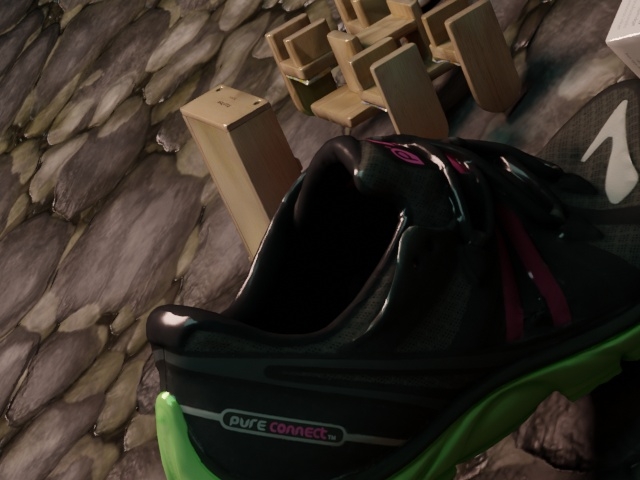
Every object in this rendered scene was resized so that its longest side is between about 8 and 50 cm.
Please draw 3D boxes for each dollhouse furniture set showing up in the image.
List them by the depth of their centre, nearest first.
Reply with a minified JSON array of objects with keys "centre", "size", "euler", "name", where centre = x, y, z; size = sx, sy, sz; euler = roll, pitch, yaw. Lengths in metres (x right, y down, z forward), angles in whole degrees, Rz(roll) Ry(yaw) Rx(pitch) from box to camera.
[{"centre":[0.031,-0.094,1.609],"size":[0.242,0.161,0.212],"euler":[-32,24,-17],"name":"dollhouse furniture set"}]

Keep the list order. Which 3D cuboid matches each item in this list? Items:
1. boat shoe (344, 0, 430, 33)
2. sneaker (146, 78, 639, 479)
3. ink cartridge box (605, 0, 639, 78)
[{"centre":[0.104,-0.309,1.778],"size":[0.277,0.096,0.098],"euler":[-46,28,6],"name":"boat shoe"},{"centre":[0.091,0.006,1.200],"size":[0.483,0.202,0.185],"euler":[-35,22,-35],"name":"sneaker"},{"centre":[0.326,-0.186,1.325],"size":[0.231,0.078,0.134],"euler":[-11,46,49],"name":"ink cartridge box"}]
